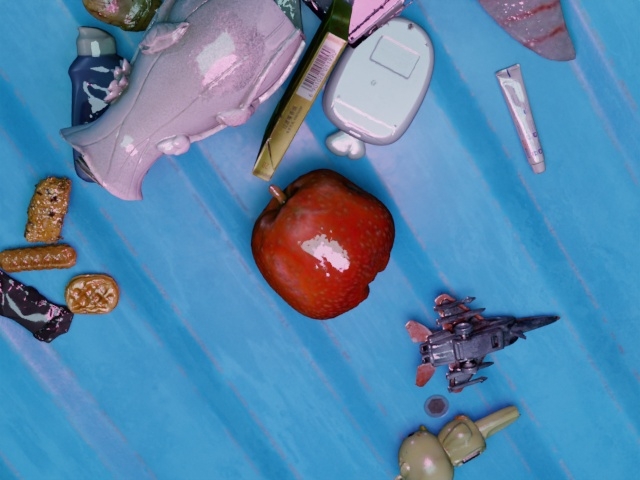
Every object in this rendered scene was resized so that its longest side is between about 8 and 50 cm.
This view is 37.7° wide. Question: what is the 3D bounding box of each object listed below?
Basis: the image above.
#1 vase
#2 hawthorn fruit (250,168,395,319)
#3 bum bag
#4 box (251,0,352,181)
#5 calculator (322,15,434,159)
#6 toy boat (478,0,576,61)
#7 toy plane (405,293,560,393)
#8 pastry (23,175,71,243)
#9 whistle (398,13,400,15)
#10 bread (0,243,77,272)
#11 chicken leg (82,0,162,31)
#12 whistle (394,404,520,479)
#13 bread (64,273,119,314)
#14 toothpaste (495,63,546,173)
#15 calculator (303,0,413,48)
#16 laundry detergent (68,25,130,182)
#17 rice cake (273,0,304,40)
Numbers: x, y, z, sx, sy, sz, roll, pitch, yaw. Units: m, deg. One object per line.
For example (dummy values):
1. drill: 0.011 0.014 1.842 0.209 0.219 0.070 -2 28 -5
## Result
1. vase: -0.245 -0.268 1.642 0.445 0.250 0.250 -44 103 3
2. hawthorn fruit: 0.000 0.000 1.774 0.275 0.275 0.300 -41 112 9
3. bum bag: -0.598 0.136 1.895 0.197 0.049 0.087 32 97 -10
4. box: -0.034 -0.271 1.692 0.043 0.173 0.311 25 123 -10
5. calculator: 0.107 -0.289 1.806 0.184 0.042 0.295 26 102 -9
6. toy boat: 0.398 -0.454 1.764 0.206 0.096 0.282 -20 118 10
7. toy plane: 0.341 0.199 1.925 0.326 0.104 0.223 -11 105 0
8. pastry: -0.535 -0.058 1.838 0.080 0.056 0.140 8 106 -13
9. whistle: 0.108 -0.542 1.710 0.180 0.093 0.269 -22 107 -21
10. bread: -0.564 0.036 1.868 0.157 0.044 0.052 -5 120 1
11. chicken leg: -0.322 -0.429 1.728 0.227 0.088 0.103 13 90 -15
12. whistle: 0.277 0.423 1.993 0.294 0.141 0.141 -39 105 -11
13. bread: -0.462 0.108 1.896 0.110 0.044 0.083 -2 102 -4
14. toothpaste: 0.401 -0.236 1.842 0.052 0.033 0.218 -21 103 -1
15. calculator: 0.023 -0.482 1.669 0.165 0.028 0.274 -36 112 26
16. laundry detergent: -0.404 -0.257 1.767 0.143 0.094 0.290 -4 106 -1
17. rice cake: -0.072 -0.516 1.722 0.063 0.066 0.336 -5 105 -3
